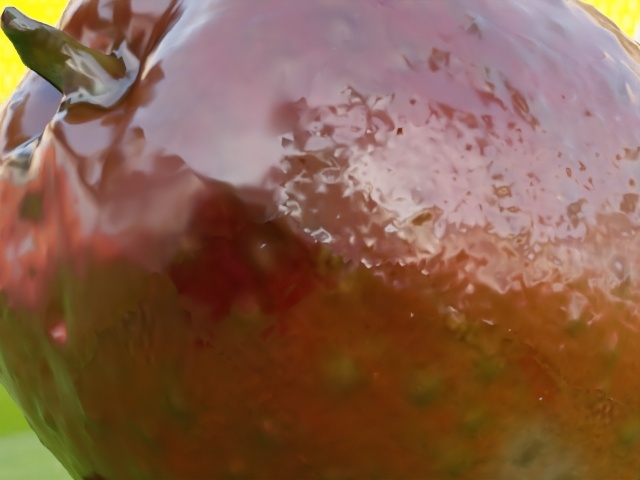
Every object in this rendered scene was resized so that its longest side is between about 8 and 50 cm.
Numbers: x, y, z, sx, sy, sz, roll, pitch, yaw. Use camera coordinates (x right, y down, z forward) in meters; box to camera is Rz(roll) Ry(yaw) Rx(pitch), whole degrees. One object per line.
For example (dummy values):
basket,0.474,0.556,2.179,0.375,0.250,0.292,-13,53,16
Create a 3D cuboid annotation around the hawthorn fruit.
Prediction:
hawthorn fruit,0.000,0.000,0.730,0.300,0.275,0.275,34,-19,-29
